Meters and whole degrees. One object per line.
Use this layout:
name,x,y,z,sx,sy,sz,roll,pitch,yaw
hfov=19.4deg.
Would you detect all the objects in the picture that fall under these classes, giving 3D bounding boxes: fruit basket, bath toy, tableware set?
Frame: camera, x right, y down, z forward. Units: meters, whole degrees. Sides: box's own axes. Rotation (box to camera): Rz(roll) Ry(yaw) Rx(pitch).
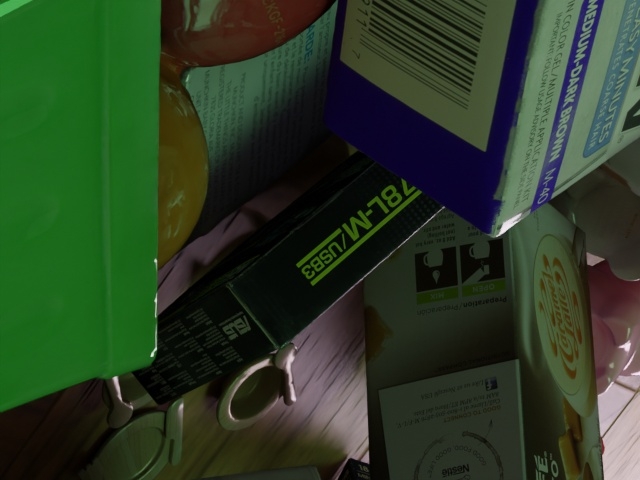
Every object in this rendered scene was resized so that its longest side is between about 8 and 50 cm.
fruit basket,-0.086,-0.101,0.760,0.353,0.165,0.327,-45,153,-38
bath toy,0.193,0.032,1.247,0.129,0.151,0.348,-72,-177,-62
tableware set,-0.069,0.079,1.059,0.169,0.020,0.141,-31,144,-27

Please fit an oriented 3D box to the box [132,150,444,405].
box,0.000,0.000,0.930,0.184,0.045,0.191,-43,-175,-25

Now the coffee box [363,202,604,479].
coffee box,0.097,0.101,1.081,0.141,0.098,0.246,31,53,-57

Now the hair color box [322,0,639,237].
hair color box,0.158,-0.163,0.819,0.339,0.110,0.185,-35,147,-36

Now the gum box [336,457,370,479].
gum box,0.017,0.257,1.213,0.041,0.184,0.157,20,111,-21

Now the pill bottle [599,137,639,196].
pill bottle,0.193,-0.089,1.005,0.131,0.229,0.131,-32,144,-26

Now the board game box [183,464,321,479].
board game box,-0.163,0.259,0.965,0.318,0.066,0.318,-5,133,-14
